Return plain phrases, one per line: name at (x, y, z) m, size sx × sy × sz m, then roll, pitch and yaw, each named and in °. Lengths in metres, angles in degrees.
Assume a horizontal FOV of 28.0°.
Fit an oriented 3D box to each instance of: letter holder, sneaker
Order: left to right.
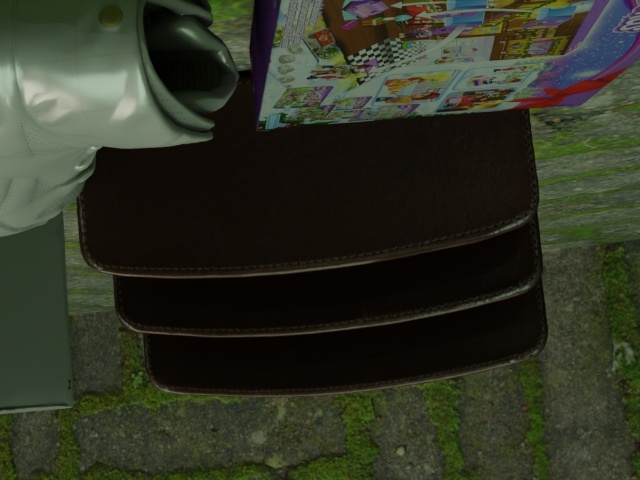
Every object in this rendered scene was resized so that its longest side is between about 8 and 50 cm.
sneaker at (-0.125, -0.066, 0.704) m, size 0.169 × 0.108 × 0.292 m, roll -3°, pitch 172°, yaw 2°
letter holder at (0.000, 0.000, 0.892) m, size 0.302 × 0.214 × 0.152 m, roll -6°, pitch 173°, yaw 8°

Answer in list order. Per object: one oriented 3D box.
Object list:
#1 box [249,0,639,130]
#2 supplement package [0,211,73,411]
box at (0.071, -0.118, 0.627) m, size 0.201 × 0.057 × 0.293 m, roll -4°, pitch 173°, yaw -6°
supplement package at (-0.320, 0.051, 1.105) m, size 0.145 × 0.204 × 0.262 m, roll -5°, pitch 173°, yaw 3°
